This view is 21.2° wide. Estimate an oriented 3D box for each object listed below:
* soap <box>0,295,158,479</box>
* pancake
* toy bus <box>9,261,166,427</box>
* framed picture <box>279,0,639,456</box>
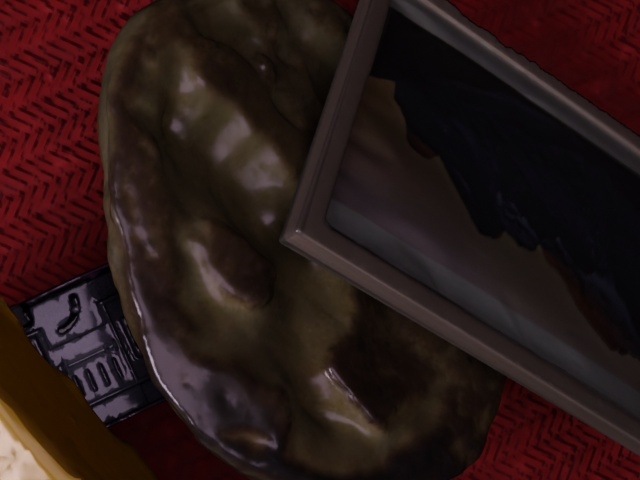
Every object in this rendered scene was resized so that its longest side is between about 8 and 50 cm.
[{"bbox_3d":[-0.228,0.195,0.832,0.324,0.096,0.204,-41,94,10],"label":"soap"},{"bbox_3d":[0.000,0.000,0.909,0.294,0.049,0.294,18,59,-34],"label":"pancake"},{"bbox_3d":[-0.114,0.057,0.920,0.178,0.098,0.086,-25,93,-16],"label":"toy bus"},{"bbox_3d":[0.110,-0.016,0.948,0.265,0.018,0.192,31,56,-23],"label":"framed picture"}]
